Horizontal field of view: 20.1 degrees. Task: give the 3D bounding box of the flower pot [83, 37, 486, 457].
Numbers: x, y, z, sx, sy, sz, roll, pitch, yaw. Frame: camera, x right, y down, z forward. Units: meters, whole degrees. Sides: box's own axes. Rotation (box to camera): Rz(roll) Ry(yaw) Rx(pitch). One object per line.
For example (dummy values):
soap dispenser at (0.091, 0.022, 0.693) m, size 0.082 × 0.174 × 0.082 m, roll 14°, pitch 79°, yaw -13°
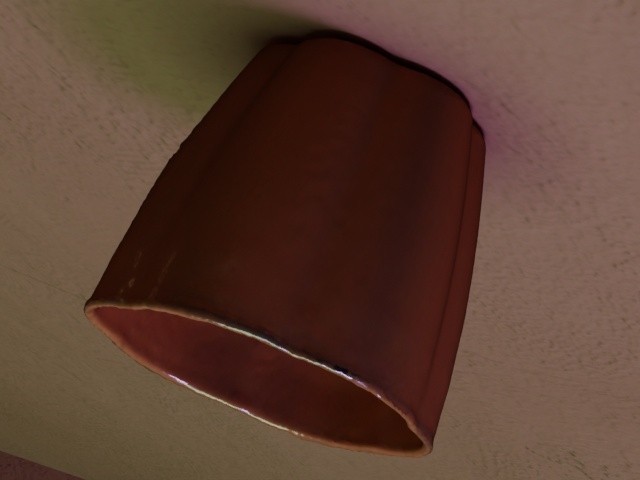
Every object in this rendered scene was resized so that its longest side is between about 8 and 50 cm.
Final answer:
flower pot at (0.000, 0.000, 0.928) m, size 0.190 × 0.173 × 0.190 m, roll 22°, pitch 163°, yaw 7°
